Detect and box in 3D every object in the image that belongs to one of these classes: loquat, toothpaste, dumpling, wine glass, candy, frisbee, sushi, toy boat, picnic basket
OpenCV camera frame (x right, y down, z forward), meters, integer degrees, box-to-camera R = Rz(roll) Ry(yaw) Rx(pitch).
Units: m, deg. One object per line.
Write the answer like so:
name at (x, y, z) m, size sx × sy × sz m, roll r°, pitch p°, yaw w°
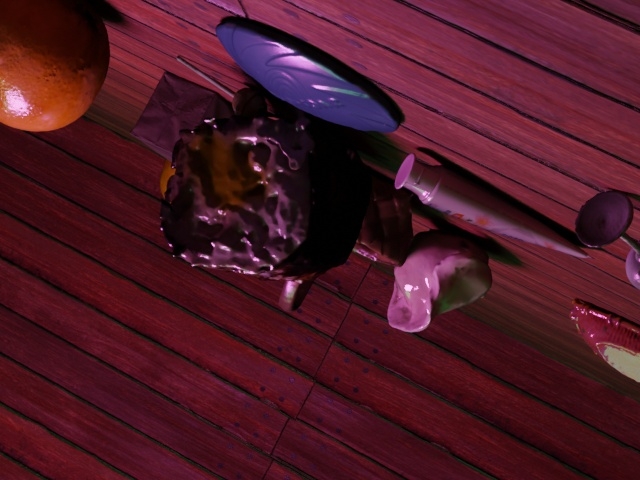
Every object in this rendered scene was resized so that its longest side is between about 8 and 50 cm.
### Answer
loquat at (-0.491, -0.317, 1.730) m, size 0.263 × 0.263 × 0.263 m, roll 28°, pitch 176°, yaw 2°
toothpaste at (0.269, -0.041, 1.561) m, size 0.323 × 0.066 × 0.100 m, roll 24°, pitch -179°, yaw -13°
dumpling at (0.237, 0.093, 2.100) m, size 0.187 × 0.242 × 0.318 m, roll 35°, pitch 176°, yaw -9°
wine glass at (0.397, 0.014, 1.251) m, size 0.195 × 0.079 × 0.079 m, roll 32°, pitch 174°, yaw -36°
candy at (-0.175, -0.270, 1.762) m, size 0.202 × 0.061 × 0.061 m, roll 35°, pitch 179°, yaw 22°
frisbee at (-0.024, -0.212, 1.414) m, size 0.290 × 0.049 × 0.289 m, roll 28°, pitch 176°, yaw 2°
sushi at (-0.084, -0.070, 1.707) m, size 0.300 × 0.281 × 0.294 m, roll -9°, pitch 170°, yaw 19°
toy boat at (0.655, 0.228, 2.108) m, size 0.318 × 0.099 × 0.141 m, roll 28°, pitch 135°, yaw 6°
picnic basket at (0.000, 0.000, 2.014) m, size 0.337 × 0.337 × 0.293 m, roll 28°, pitch 176°, yaw 5°

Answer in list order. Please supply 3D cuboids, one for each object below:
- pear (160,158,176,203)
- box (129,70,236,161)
pear at (-0.233, -0.130, 2.371) m, size 0.307 × 0.252 × 0.253 m, roll 22°, pitch 173°, yaw 45°
box at (-0.243, -0.215, 2.089) m, size 0.155 × 0.149 × 0.231 m, roll 25°, pitch 175°, yaw 30°
